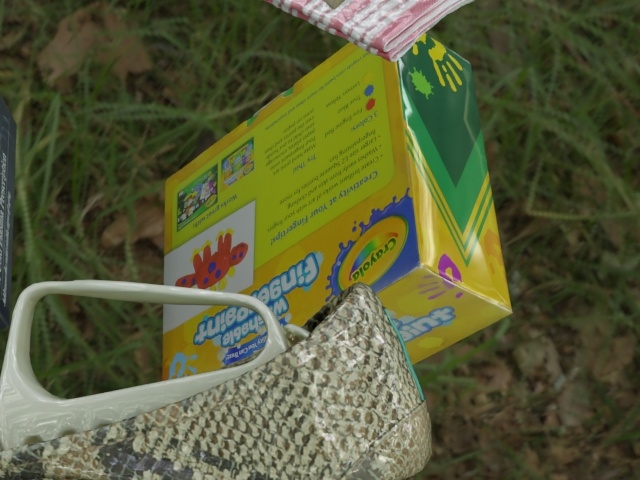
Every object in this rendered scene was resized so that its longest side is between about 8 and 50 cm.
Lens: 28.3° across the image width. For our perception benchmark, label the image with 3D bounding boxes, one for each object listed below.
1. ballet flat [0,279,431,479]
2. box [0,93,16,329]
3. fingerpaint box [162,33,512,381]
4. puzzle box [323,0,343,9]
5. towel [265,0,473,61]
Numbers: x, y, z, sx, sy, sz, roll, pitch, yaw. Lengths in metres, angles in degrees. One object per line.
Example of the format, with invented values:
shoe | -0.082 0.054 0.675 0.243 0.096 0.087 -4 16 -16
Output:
ballet flat | -0.177 0.120 0.786 0.482 0.164 0.182 -13 93 1
box | -0.469 -0.104 1.366 0.178 0.313 0.343 -15 48 4
fingerpaint box | 0.000 0.000 1.569 0.163 0.444 0.371 26 45 -36
puzzle box | 0.034 -0.389 0.848 0.272 0.409 0.052 41 35 -4
towel | 0.041 -0.247 1.251 0.197 0.029 0.144 30 56 32
